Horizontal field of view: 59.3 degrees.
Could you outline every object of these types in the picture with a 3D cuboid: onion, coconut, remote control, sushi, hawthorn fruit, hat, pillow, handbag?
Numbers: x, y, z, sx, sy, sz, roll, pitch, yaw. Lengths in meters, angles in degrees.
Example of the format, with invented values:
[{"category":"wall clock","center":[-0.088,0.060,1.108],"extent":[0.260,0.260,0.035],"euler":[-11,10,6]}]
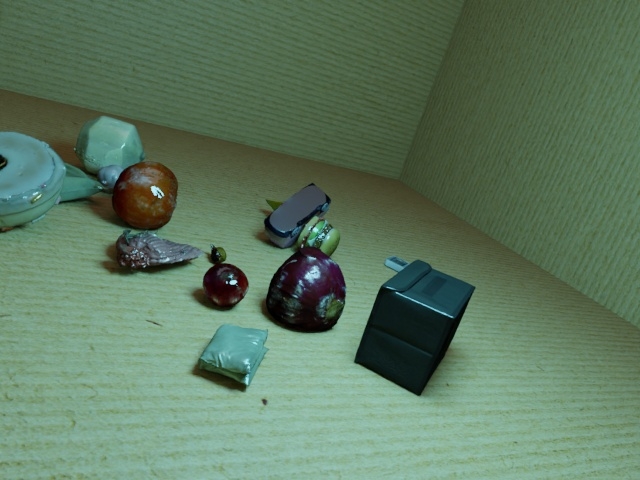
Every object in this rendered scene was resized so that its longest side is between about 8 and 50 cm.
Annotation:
[{"category":"onion","center":[-0.265,0.126,1.581],"extent":[0.131,0.131,0.131],"euler":[17,18,-6]},{"category":"coconut","center":[-0.842,-0.366,2.286],"extent":[0.247,0.245,0.245],"euler":[19,17,-3]},{"category":"remote control","center":[0.395,0.134,2.376],"extent":[0.250,0.034,0.103],"euler":[26,19,24]},{"category":"sushi","center":[-0.340,0.048,1.851],"extent":[0.047,0.050,0.099],"euler":[12,12,-38]},{"category":"hawthorn fruit","center":[-0.624,-0.156,1.905],"extent":[0.271,0.242,0.242],"euler":[4,22,-30]},{"category":"hat","center":[-0.506,0.022,1.669],"extent":[0.237,0.107,0.286],"euler":[12,11,13]},{"category":"onion","center":[-0.045,0.135,1.633],"extent":[0.216,0.206,0.207],"euler":[30,20,33]},{"category":"pillow","center":[-0.199,0.262,1.314],"extent":[0.134,0.078,0.181],"euler":[17,20,3]},{"category":"handbag","center":[-0.934,-0.202,1.904],"extent":[0.253,0.109,0.316],"euler":[22,23,22]}]

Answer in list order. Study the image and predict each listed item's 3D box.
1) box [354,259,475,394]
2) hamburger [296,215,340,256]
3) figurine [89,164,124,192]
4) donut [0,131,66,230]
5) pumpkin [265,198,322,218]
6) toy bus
[{"category":"box","center":[0.276,0.233,1.605],"extent":[0.204,0.251,0.345],"euler":[25,20,19]},{"category":"hamburger","center":[0.002,-0.002,2.177],"extent":[0.137,0.175,0.175],"euler":[32,20,9]},{"category":"figurine","center":[-0.768,-0.227,2.159],"extent":[0.229,0.112,0.137],"euler":[18,9,-38]},{"category":"donut","center":[-0.938,-0.173,1.626],"extent":[0.382,0.142,0.382],"euler":[9,40,-8]},{"category":"pumpkin","center":[-0.123,-0.103,2.439],"extent":[0.248,0.126,0.131],"euler":[11,3,38]},{"category":"toy bus","center":[-0.092,-0.094,2.212],"extent":[0.127,0.147,0.302],"euler":[38,59,15]}]
